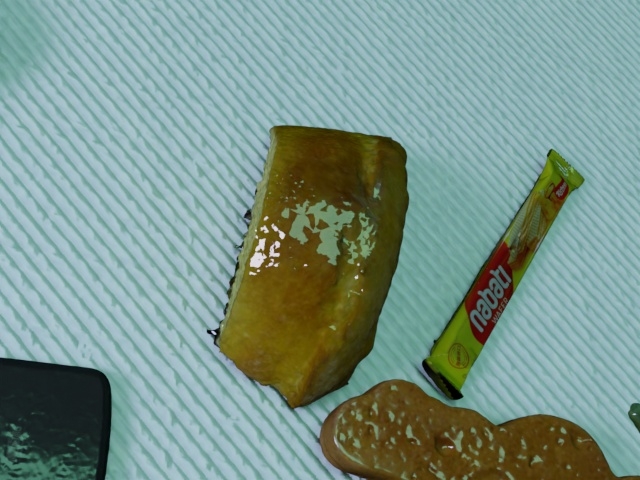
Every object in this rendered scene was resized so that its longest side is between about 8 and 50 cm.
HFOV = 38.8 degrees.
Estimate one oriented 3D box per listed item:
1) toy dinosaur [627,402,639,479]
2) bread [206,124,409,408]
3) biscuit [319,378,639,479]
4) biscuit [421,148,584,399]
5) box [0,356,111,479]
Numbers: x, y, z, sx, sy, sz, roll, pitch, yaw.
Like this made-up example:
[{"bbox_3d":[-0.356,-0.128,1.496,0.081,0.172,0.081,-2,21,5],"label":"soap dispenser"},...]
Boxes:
[{"bbox_3d":[0.180,0.365,0.609,0.300,0.087,0.447,-14,87,-28],"label":"toy dinosaur"},{"bbox_3d":[0.004,-0.009,0.719,0.129,0.134,0.260,18,59,-10],"label":"bread"},{"bbox_3d":[0.147,0.228,0.701,0.333,0.047,0.202,14,61,-11],"label":"biscuit"},{"bbox_3d":[0.171,0.022,0.829,0.048,0.026,0.292,47,56,-16],"label":"biscuit"},{"bbox_3d":[-0.210,0.144,0.627,0.125,0.027,0.126,10,60,-18],"label":"box"}]
